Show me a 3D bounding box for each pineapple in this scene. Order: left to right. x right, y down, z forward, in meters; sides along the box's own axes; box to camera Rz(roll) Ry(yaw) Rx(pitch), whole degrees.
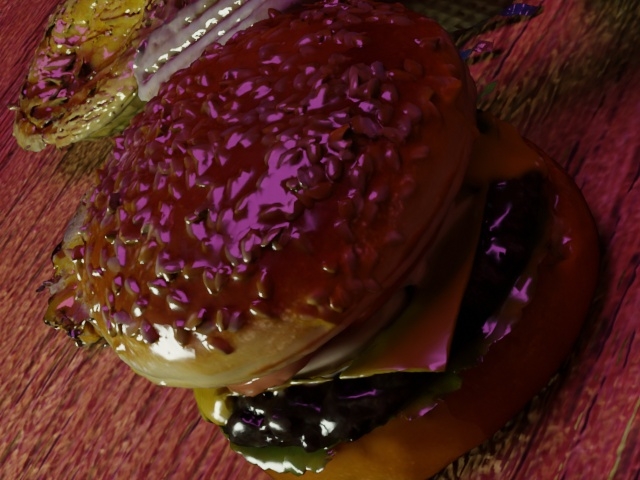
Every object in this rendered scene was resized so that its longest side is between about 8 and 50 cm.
[{"bbox_3d":[-0.150,0.000,1.359,0.221,0.047,0.221,-36,32,28],"label":"pineapple"}]

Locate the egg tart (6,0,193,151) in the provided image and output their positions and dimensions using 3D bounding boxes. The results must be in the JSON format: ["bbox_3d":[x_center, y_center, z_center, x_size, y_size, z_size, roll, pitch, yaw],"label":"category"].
[{"bbox_3d":[-0.189,-0.172,1.579,0.252,0.098,0.232,-35,37,27],"label":"egg tart"}]

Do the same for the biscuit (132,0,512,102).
[{"bbox_3d":[0.052,-0.179,1.052,0.426,0.144,0.078,-33,57,41],"label":"biscuit"}]

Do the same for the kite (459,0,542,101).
[{"bbox_3d":[0.031,-0.103,1.284,0.310,0.015,0.169,-9,47,49],"label":"kite"}]

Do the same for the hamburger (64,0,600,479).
[{"bbox_3d":[0.000,0.000,0.978,0.291,0.225,0.291,-30,34,23],"label":"hamburger"}]
